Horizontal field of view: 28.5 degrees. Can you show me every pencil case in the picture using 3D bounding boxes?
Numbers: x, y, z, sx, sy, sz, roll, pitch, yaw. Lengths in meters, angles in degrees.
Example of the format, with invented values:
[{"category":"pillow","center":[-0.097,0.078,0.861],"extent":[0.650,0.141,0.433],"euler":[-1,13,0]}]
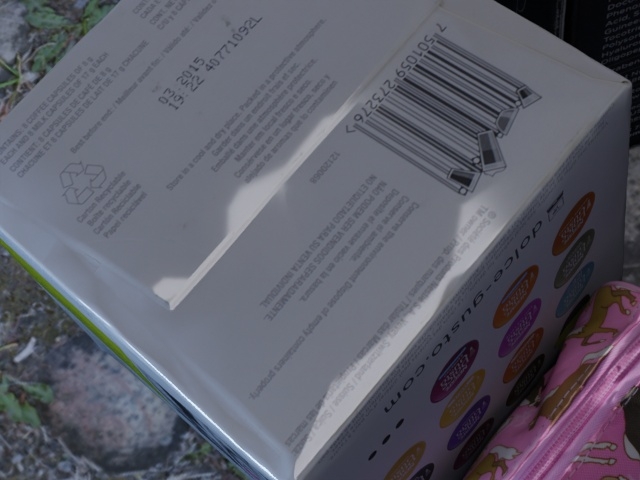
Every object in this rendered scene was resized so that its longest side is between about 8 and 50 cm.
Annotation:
[{"category":"pencil case","center":[0.161,0.205,0.925],"extent":[0.160,0.167,0.386],"euler":[46,75,-10]}]

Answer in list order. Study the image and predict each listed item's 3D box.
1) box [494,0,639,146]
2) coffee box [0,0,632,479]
[{"category":"box","center":[0.219,-0.398,1.035],"extent":[0.297,0.472,0.480],"euler":[-23,64,-1]},{"category":"coffee box","center":[0.000,0.000,0.961],"extent":[0.338,0.334,0.338],"euler":[36,76,24]}]
